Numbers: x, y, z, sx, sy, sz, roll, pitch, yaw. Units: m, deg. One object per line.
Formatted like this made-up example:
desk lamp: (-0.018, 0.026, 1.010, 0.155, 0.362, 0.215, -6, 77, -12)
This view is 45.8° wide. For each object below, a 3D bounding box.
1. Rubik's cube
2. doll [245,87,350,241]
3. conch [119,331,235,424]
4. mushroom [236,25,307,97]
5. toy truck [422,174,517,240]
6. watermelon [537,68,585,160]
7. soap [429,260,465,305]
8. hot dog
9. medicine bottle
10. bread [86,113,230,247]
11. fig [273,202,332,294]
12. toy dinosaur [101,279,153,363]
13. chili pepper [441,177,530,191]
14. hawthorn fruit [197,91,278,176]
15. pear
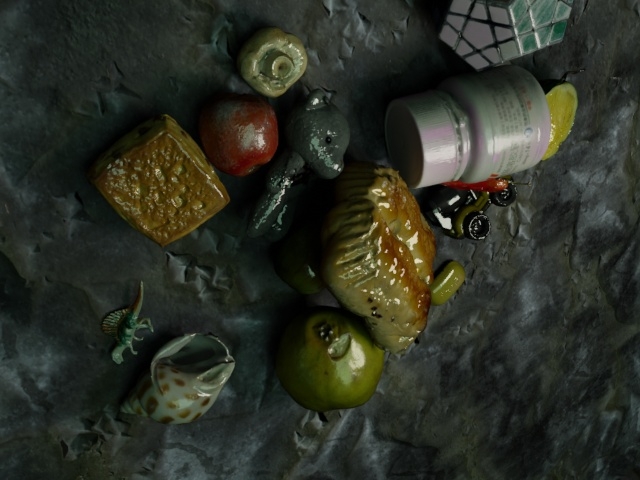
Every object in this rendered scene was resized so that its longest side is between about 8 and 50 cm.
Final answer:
Rubik's cube: (0.390, -0.524, 1.641, 0.264, 0.319, 0.319, 5, 113, -6)
doll: (-0.032, -0.140, 1.630, 0.340, 0.158, 0.246, -67, 160, 0)
conch: (-0.327, 0.325, 1.714, 0.275, 0.183, 0.149, -21, 166, -14)
mushroom: (-0.097, -0.359, 1.522, 0.148, 0.112, 0.148, -9, 117, -18)
toy truck: (0.377, -0.112, 1.941, 0.165, 0.147, 0.224, 42, 85, -17)
watermelon: (0.557, -0.324, 1.937, 0.204, 0.127, 0.232, -19, 127, -31)
soap: (0.345, 0.120, 2.090, 0.140, 0.045, 0.089, -48, 133, -2)
hot dog: (0.118, 0.014, 1.701, 0.365, 0.196, 0.367, 55, 37, -51)
medicine bottle: (0.335, -0.256, 1.753, 0.325, 0.256, 0.256, -15, 121, -16)
bread: (-0.316, -0.116, 1.499, 0.210, 0.099, 0.235, -34, 121, 8)
fig: (0.000, 0.000, 1.753, 0.151, 0.151, 0.259, 35, 89, -39)
toy dinosaur: (-0.423, 0.180, 1.648, 0.106, 0.044, 0.187, -11, 122, -10)
chili pepper: (0.377, -0.145, 1.859, 0.268, 0.059, 0.050, 4, 107, 6)
hawthorn fruit: (-0.166, -0.213, 1.523, 0.173, 0.173, 0.173, -14, 121, -25)
pear: (0.022, 0.293, 1.852, 0.269, 0.269, 0.321, -35, 142, -12)
